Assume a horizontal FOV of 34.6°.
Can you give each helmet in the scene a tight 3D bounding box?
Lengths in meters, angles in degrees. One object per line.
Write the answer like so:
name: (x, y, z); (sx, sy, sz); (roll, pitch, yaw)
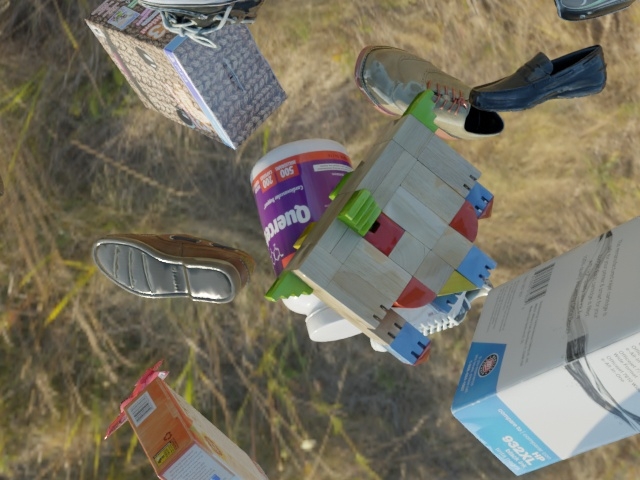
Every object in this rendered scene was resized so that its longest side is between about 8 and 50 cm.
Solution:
helmet: (0.408, -0.410, 1.491); (0.162, 0.169, 0.169); (-16, 131, 14)

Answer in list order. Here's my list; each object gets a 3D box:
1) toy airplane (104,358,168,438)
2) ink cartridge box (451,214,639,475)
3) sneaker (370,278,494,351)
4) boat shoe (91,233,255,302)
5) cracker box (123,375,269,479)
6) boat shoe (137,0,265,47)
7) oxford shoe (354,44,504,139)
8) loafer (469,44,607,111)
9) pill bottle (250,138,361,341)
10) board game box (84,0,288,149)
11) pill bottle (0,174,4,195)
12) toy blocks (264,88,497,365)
toy airplane: (-0.268, 0.229, 1.508); (0.028, 0.151, 0.151); (43, 120, 4)
ink cartridge box: (0.321, 0.106, 1.158); (0.129, 0.223, 0.307); (45, 131, -14)
sneaker: (0.189, 0.120, 1.771); (0.235, 0.095, 0.090); (-38, 153, -10)
boat shoe: (-0.269, 0.043, 1.896); (0.307, 0.104, 0.110); (14, 122, 18)
cracker box: (-0.136, 0.292, 1.303); (0.067, 0.156, 0.232); (-44, 124, -3)
boat shoe: (-0.168, -0.328, 1.411); (0.113, 0.306, 0.105); (28, 115, 12)
oxford shoe: (0.207, -0.270, 1.869); (0.348, 0.130, 0.123); (15, 90, -44)
loafer: (0.331, -0.249, 1.567); (0.223, 0.076, 0.078); (-13, 117, -10)
pill bottle: (0.000, 0.000, 1.755); (0.182, 0.323, 0.181); (-14, 160, -5)
board game box: (-0.239, -0.324, 1.822); (0.141, 0.291, 0.232); (-47, 134, -16)
pill bottle: (-0.652, -0.083, 1.717); (0.219, 0.123, 0.122); (-19, 131, -5)
toy blocks: (0.137, 0.007, 1.540); (0.261, 0.191, 0.381); (37, 79, -11)
